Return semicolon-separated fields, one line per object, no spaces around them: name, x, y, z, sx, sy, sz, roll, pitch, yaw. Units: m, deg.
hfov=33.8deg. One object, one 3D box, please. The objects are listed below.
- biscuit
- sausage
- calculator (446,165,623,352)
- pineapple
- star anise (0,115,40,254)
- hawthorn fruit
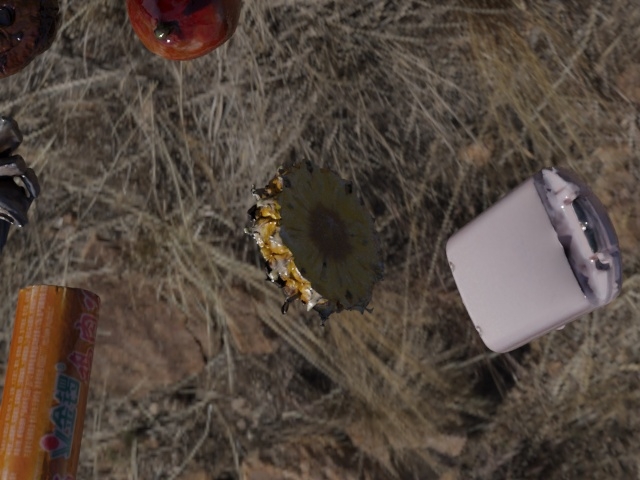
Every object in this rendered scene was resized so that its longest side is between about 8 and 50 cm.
biscuit;-0.450;-0.302;1.441;0.192;0.192;0.049;-9;151;-3
sausage;-0.234;0.157;0.882;0.071;0.071;0.234;8;75;-12
calculator;0.144;0.018;0.740;0.032;0.175;0.100;-15;77;-27
pineapple;0.000;0.000;1.241;0.221;0.221;0.047;37;136;-23
star anise;-0.378;-0.081;1.170;0.065;0.182;0.195;-15;105;-48
hawthorn fruit;-0.201;-0.333;1.508;0.169;0.188;0.169;13;136;13
